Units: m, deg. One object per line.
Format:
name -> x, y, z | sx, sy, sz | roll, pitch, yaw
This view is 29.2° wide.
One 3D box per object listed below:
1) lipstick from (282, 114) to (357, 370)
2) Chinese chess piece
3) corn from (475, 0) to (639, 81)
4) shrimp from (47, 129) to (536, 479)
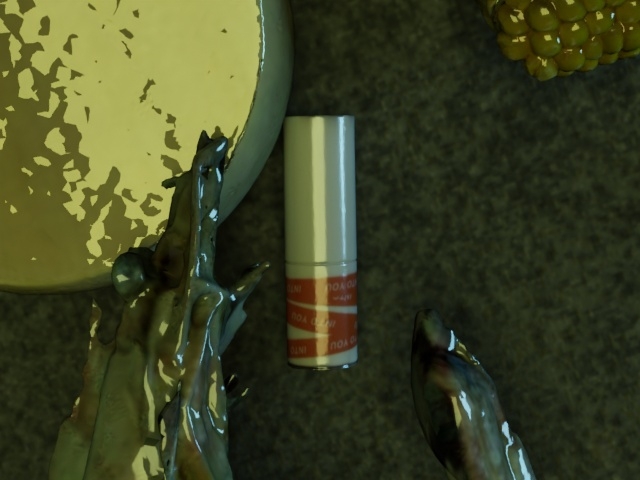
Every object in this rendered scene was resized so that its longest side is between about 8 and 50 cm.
lipstick -> 0.000, 0.000, 0.641 | 0.038, 0.038, 0.131 | 0, 95, 3
Chinese chess piece -> -0.136, -0.098, 0.611 | 0.250, 0.097, 0.251 | 0, 96, 4
corn -> 0.218, -0.177, 0.580 | 0.318, 0.115, 0.115 | -32, 93, 5
shrimp -> -0.007, 0.125, 0.554 | 0.247, 0.085, 0.360 | -11, 91, -18
